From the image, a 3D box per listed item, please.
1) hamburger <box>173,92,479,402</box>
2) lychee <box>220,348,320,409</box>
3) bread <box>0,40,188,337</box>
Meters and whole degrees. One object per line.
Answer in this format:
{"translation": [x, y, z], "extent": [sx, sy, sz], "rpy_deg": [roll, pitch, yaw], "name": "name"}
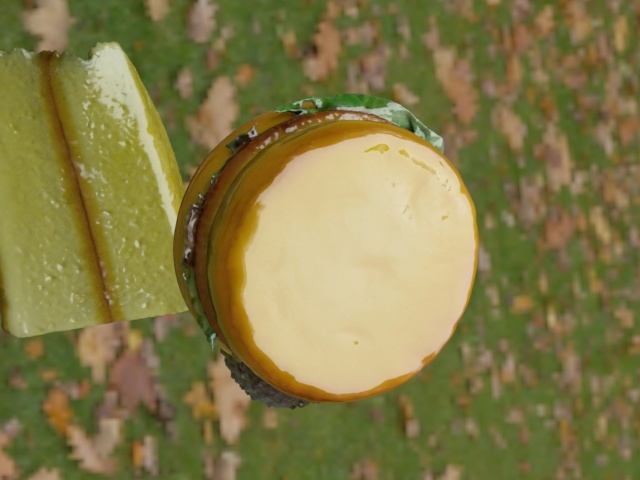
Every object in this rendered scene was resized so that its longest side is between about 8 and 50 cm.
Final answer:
{"translation": [-0.001, 0.001, 1.395], "extent": [0.246, 0.170, 0.246], "rpy_deg": [-8, 108, -26], "name": "hamburger"}
{"translation": [-0.033, 0.116, 2.674], "extent": [0.300, 0.300, 0.300], "rpy_deg": [-5, 90, -65], "name": "lychee"}
{"translation": [-0.280, -0.095, 2.042], "extent": [0.245, 0.233, 0.362], "rpy_deg": [-99, 180, -64], "name": "bread"}
